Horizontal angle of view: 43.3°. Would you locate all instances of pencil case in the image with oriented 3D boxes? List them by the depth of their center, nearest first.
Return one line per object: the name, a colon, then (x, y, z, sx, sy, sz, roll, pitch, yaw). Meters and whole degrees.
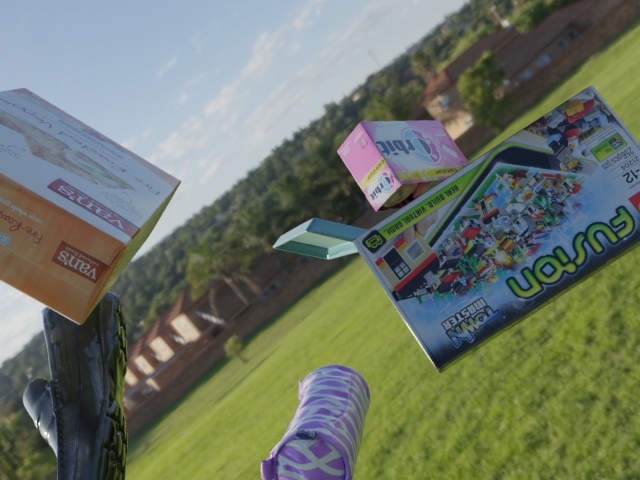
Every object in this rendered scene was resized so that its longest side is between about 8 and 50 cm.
pencil case: (0.001, 0.200, 0.845, 0.088, 0.086, 0.206, -5, 10, 11)

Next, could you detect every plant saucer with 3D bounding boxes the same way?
plant saucer: (0.000, 0.000, 0.808, 0.192, 0.067, 0.018, 155, 126, -76)

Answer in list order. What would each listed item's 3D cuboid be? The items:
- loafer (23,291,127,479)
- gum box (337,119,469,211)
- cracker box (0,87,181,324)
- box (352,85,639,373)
loafer: (-0.198, 0.136, 0.650, 0.078, 0.223, 0.076, -7, -44, -6)
gum box: (0.128, -0.108, 1.128, 0.188, 0.107, 0.062, -10, -29, -45)
cracker box: (-0.198, -0.039, 0.585, 0.067, 0.155, 0.232, -57, 9, 12)
box: (0.140, -0.008, 0.580, 0.207, 0.114, 0.036, -33, -17, 1)
